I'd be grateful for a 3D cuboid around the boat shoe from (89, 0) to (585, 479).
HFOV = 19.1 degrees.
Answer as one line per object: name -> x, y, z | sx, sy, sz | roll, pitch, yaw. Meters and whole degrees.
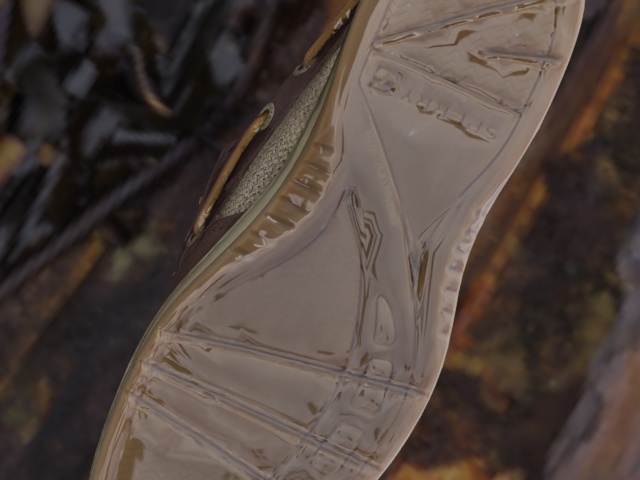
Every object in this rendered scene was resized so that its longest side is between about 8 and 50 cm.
boat shoe -> 0.000, 0.000, 0.860 | 0.123, 0.123, 0.342 | 25, 97, -13
